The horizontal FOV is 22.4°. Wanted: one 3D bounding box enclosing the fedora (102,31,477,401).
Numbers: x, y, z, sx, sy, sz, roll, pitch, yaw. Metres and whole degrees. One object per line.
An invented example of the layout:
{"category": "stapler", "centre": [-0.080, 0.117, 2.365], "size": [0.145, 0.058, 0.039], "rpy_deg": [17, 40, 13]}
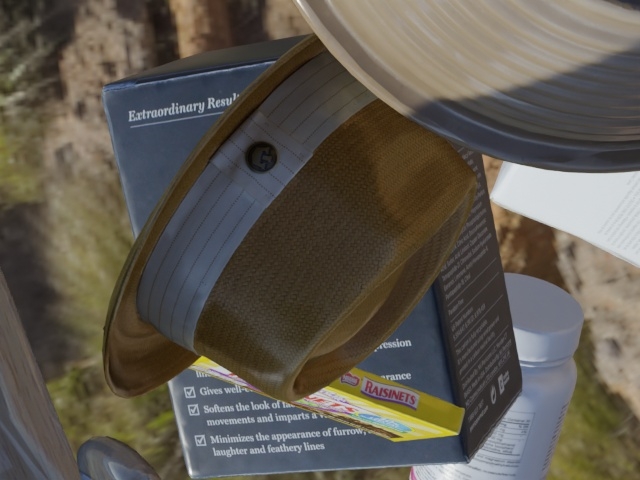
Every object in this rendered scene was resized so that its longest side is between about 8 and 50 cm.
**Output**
{"category": "fedora", "centre": [0.000, 0.000, 0.634], "size": [0.079, 0.194, 0.194], "rpy_deg": [38, 116, 14]}

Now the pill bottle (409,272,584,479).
{"category": "pill bottle", "centre": [0.210, 0.192, 1.909], "size": [0.160, 0.160, 0.283], "rpy_deg": [26, 120, 25]}

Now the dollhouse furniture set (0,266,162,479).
{"category": "dollhouse furniture set", "centre": [-0.219, 0.132, 0.529], "size": [0.286, 0.303, 0.198], "rpy_deg": [8, 120, 65]}

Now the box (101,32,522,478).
{"category": "box", "centre": [0.000, 0.004, 1.556], "size": [0.293, 0.212, 0.395], "rpy_deg": [-6, 103, 23]}

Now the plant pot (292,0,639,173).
{"category": "plant pot", "centre": [0.093, -0.128, 0.466], "size": [0.237, 0.110, 0.237], "rpy_deg": [-1, 106, -5]}

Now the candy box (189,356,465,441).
{"category": "candy box", "centre": [-0.002, 0.111, 1.239], "size": [0.105, 0.206, 0.027], "rpy_deg": [-23, 49, 60]}

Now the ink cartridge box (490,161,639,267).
{"category": "ink cartridge box", "centre": [0.237, -0.171, 0.941], "size": [0.130, 0.272, 0.309], "rpy_deg": [24, 154, 1]}
